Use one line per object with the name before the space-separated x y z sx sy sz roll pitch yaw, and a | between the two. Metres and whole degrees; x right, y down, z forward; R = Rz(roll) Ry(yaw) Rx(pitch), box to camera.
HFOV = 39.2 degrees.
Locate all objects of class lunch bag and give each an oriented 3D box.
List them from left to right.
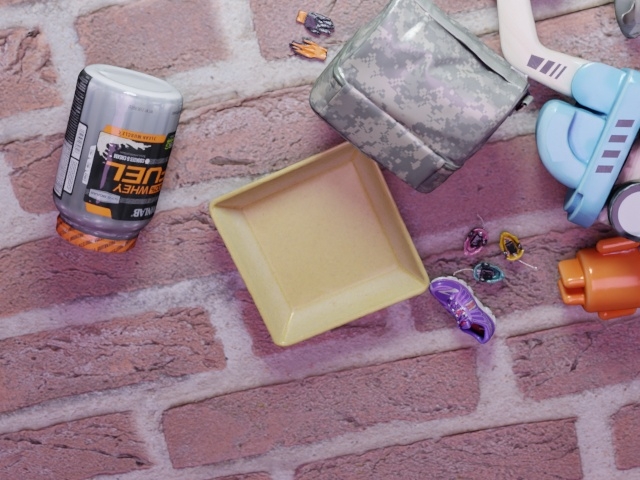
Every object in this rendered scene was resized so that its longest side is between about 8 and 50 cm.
lunch bag | 0.177 -0.267 1.549 0.305 0.212 0.256 39 135 -7

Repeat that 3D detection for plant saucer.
plant saucer | 0.000 0.000 1.748 0.333 0.081 0.332 -23 106 9

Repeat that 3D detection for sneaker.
sneaker | 0.281 0.137 1.771 0.170 0.071 0.068 40 128 -9

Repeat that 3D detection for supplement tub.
supplement tub | -0.381 -0.149 1.661 0.194 0.193 0.316 17 108 -2

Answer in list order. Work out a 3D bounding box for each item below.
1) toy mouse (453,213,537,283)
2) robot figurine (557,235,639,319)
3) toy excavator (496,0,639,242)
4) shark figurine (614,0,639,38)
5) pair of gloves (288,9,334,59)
toy mouse | 0.322 0.028 1.764 0.143 0.031 0.161 -33 103 12
robot figurine | 0.569 0.071 1.717 0.220 0.128 0.158 -7 86 6
toy excavator | 0.452 -0.259 1.591 0.445 0.222 0.432 21 106 5
shark figurine | 0.534 -0.476 1.523 0.116 0.166 0.278 35 127 29
pair of gloves | -0.016 -0.380 1.666 0.074 0.010 0.083 16 105 -1
